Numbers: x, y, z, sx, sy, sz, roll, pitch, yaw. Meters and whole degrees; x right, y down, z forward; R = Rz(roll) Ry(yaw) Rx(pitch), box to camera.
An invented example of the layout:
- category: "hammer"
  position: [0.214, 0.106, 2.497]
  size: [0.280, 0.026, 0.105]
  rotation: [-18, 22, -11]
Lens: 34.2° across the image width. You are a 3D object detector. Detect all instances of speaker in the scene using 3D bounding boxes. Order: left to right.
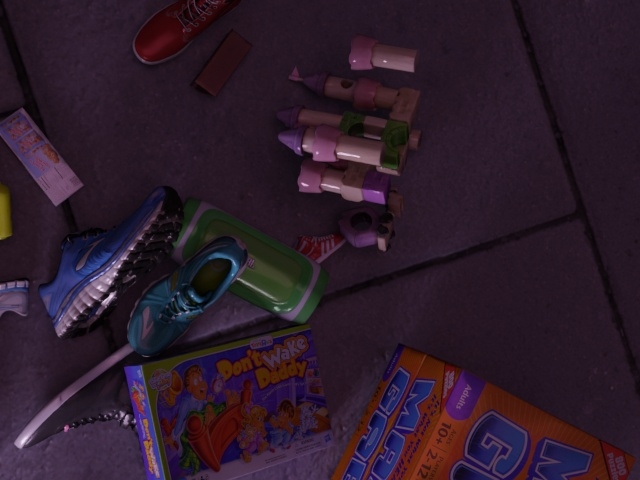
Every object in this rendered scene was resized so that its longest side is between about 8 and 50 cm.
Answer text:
- category: "speaker"
  position: [-0.138, 0.038, 1.909]
  size: [0.296, 0.131, 0.131]
  rotation: [29, 79, -9]

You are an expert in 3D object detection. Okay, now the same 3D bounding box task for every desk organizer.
- category: "desk organizer"
  position: [-0.188, -0.333, 1.970]
  size: [0.050, 0.047, 0.130]
  rotation: [37, 78, -12]

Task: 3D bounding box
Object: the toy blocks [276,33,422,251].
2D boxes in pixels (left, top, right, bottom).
- category: "toy blocks"
  position: [0.031, -0.189, 1.943]
  size: [0.260, 0.309, 0.288]
  rotation: [11, 59, 15]

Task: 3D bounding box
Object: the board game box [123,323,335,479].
- category: "board game box"
  position: [-0.157, 0.299, 1.862]
  size: [0.347, 0.078, 0.233]
  rotation: [-12, 89, -34]

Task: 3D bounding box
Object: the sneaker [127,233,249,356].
- category: "sneaker"
  position: [-0.236, 0.095, 1.798]
  size: [0.107, 0.110, 0.275]
  rotation: [42, 98, -10]

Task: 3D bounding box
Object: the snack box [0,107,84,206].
- category: "snack box"
  position: [-0.509, -0.151, 1.880]
  size: [0.064, 0.022, 0.178]
  rotation: [-39, 96, -14]

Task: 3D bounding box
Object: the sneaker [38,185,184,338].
- category: "sneaker"
  position: [-0.378, 0.017, 1.811]
  size: [0.330, 0.130, 0.147]
  rotation: [-44, 74, 11]

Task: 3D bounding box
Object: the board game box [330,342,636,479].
- category: "board game box"
  position: [0.260, 0.436, 1.858]
  size: [0.356, 0.356, 0.356]
  rotation: [28, 85, -11]

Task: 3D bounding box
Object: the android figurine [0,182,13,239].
- category: "android figurine"
  position: [-0.655, -0.052, 1.771]
  size: [0.248, 0.056, 0.273]
  rotation: [-4, 107, -20]

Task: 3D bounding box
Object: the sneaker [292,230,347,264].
- category: "sneaker"
  position: [0.000, 0.000, 1.998]
  size: [0.118, 0.042, 0.067]
  rotation: [-40, 100, -12]

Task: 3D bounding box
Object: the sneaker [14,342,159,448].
- category: "sneaker"
  position: [-0.386, 0.305, 1.835]
  size: [0.296, 0.104, 0.147]
  rotation: [-37, 91, -19]

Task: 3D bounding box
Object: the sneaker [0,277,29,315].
- category: "sneaker"
  position: [-0.601, 0.118, 1.813]
  size: [0.190, 0.071, 0.083]
  rotation: [-8, 94, -16]

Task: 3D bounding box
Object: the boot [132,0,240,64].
- category: "boot"
  position: [-0.235, -0.419, 1.897]
  size: [0.244, 0.176, 0.088]
  rotation: [-39, 98, -13]
